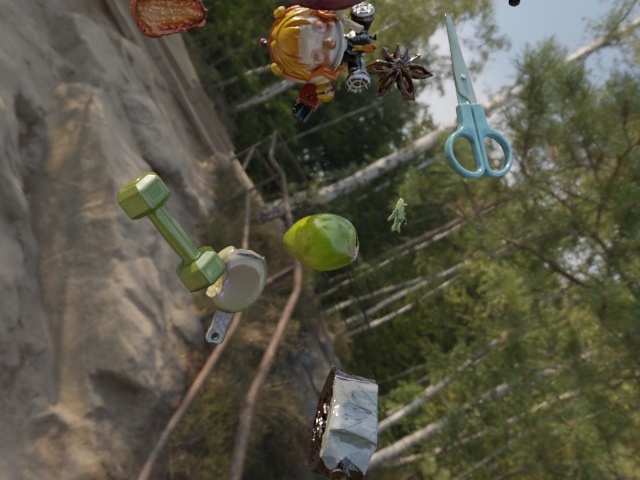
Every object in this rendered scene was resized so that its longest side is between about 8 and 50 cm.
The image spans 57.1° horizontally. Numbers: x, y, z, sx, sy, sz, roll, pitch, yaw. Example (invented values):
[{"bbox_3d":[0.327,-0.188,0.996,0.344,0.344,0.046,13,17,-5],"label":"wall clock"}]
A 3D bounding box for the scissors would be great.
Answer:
[{"bbox_3d":[0.362,-0.366,1.468,0.029,0.193,0.447,146,-63,-63],"label":"scissors"}]

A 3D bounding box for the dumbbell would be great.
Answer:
[{"bbox_3d":[-0.345,-0.017,1.374,0.108,0.121,0.302,-8,-56,44],"label":"dumbbell"}]

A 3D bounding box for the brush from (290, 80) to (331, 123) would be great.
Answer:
[{"bbox_3d":[0.002,-0.498,1.836,0.070,0.323,0.051,31,-16,-4],"label":"brush"}]

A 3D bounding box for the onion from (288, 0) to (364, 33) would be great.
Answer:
[{"bbox_3d":[0.005,-0.673,1.359,0.358,0.358,0.345,57,-39,29],"label":"onion"}]

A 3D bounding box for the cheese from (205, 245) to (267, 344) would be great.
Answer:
[{"bbox_3d":[-0.251,0.158,1.632,0.163,0.286,0.082,20,8,-29],"label":"cheese"}]

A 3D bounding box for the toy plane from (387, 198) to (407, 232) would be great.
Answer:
[{"bbox_3d":[0.255,-0.080,1.899,0.040,0.111,0.102,18,6,37],"label":"toy plane"}]

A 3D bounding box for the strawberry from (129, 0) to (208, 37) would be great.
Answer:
[{"bbox_3d":[-0.385,-0.576,1.485,0.082,0.188,0.121,53,-40,47],"label":"strawberry"}]

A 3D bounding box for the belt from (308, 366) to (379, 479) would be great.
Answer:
[{"bbox_3d":[0.069,0.447,1.419,0.164,0.184,0.289,21,31,-5],"label":"belt"}]

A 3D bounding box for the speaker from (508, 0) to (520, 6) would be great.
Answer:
[{"bbox_3d":[0.535,-0.825,1.663,0.232,0.184,0.253,-159,-107,-75],"label":"speaker"}]

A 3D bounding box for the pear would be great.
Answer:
[{"bbox_3d":[0.000,0.000,1.781,0.187,0.220,0.187,7,90,-72],"label":"pear"}]

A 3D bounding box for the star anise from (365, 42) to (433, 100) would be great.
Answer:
[{"bbox_3d":[0.282,-0.605,2.157,0.220,0.214,0.099,47,12,-7],"label":"star anise"}]

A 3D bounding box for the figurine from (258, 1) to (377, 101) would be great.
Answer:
[{"bbox_3d":[-0.008,-0.571,1.728,0.196,0.323,0.320,-147,-119,-70],"label":"figurine"}]
